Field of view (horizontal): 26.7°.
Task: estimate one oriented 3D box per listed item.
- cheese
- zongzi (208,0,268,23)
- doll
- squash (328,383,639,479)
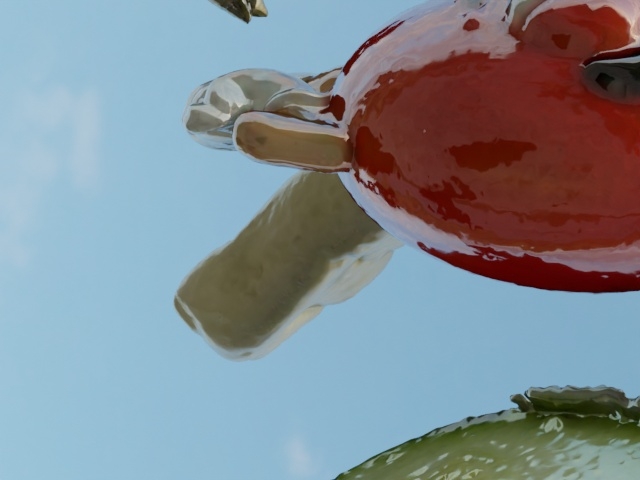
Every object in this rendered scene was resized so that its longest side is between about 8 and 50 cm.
[{"bbox_3d":[-0.001,-0.001,1.044,0.263,0.159,0.093,-43,-102,30],"label":"cheese"},{"bbox_3d":[-0.101,-0.343,1.001,0.289,0.123,0.260,35,-77,18],"label":"zongzi"},{"bbox_3d":[0.053,-0.037,0.383,0.217,0.183,0.085,-138,-138,-70],"label":"doll"},{"bbox_3d":[0.063,0.148,0.604,0.233,0.210,0.309,-33,-142,-12],"label":"squash"}]
